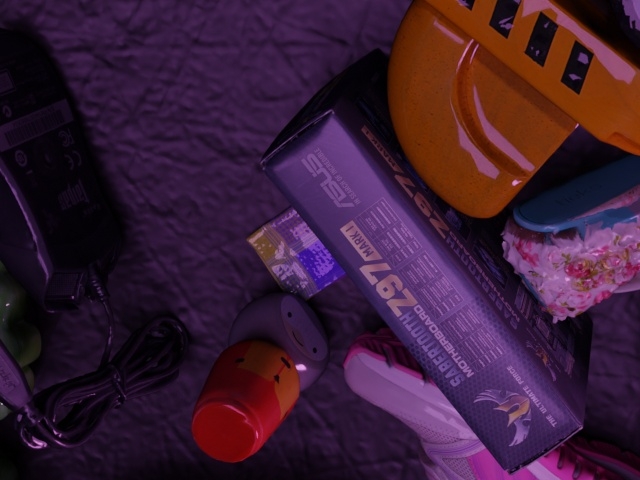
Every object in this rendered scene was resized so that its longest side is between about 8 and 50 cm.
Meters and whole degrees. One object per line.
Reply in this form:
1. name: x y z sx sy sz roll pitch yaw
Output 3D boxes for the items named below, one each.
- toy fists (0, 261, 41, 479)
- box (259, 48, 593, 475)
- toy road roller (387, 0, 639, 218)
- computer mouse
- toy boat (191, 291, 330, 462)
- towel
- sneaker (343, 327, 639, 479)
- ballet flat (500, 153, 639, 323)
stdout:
1. toy fists: -0.261 0.122 1.260 0.142 0.096 0.279 11 97 17
2. box: 0.071 0.006 1.128 0.059 0.183 0.233 -37 98 17
3. toy road roller: 0.095 -0.167 1.066 0.329 0.202 0.240 38 114 -4
4. computer mouse: -0.194 0.007 1.183 0.060 0.184 0.262 -18 104 32
5. toy boat: -0.044 0.197 1.237 0.267 0.148 0.318 11 117 12
6. towel: 0.000 0.000 1.229 0.083 0.009 0.060 -31 99 16
7. sneaker: 0.112 0.154 1.206 0.252 0.103 0.111 36 107 -1
8. ballet flat: 0.218 -0.023 1.126 0.241 0.091 0.077 -22 117 -10
